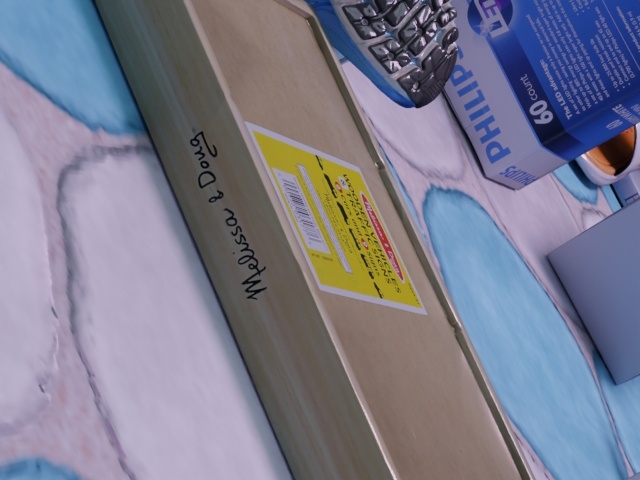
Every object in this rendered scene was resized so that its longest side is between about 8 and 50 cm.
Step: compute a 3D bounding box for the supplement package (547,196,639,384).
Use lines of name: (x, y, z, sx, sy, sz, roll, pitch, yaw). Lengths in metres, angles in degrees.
supplement package: (0.258, 0.015, 1.191, 0.179, 0.105, 0.105, -16, 76, -53)

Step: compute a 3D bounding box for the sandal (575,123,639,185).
sandal: (0.276, -0.117, 1.504, 0.102, 0.076, 0.265, 59, 30, 8)

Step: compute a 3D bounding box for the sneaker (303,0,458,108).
sneaker: (0.004, -0.131, 0.860, 0.063, 0.073, 0.162, -37, 85, -30)

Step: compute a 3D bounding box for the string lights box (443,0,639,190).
string lights box: (0.201, -0.155, 1.124, 0.077, 0.260, 0.133, 12, 51, -65)

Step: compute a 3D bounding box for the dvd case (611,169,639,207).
dvd case: (0.322, 0.000, 1.589, 0.253, 0.022, 0.180, 65, 19, 16)

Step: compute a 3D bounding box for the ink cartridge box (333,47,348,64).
ink cartridge box: (0.021, -0.208, 0.988, 0.172, 0.100, 0.237, 58, 17, -6)

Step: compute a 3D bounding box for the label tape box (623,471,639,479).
label tape box: (0.227, 0.112, 0.644, 0.249, 0.348, 0.115, 21, 42, -62)

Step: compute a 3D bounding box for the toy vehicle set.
toy vehicle set: (0.000, 0.000, 0.716, 0.166, 0.035, 0.267, 19, 44, -64)
